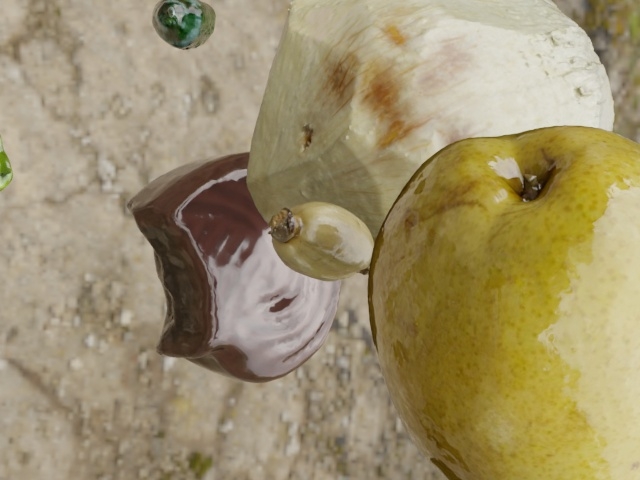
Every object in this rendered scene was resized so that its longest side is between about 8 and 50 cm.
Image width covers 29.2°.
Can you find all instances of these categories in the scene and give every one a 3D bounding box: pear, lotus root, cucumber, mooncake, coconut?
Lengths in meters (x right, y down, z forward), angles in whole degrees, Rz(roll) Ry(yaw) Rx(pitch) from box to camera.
[{"bbox_3d":[0.178,0.060,0.950,0.314,0.314,0.314,-5,96,-64],"label":"pear"},{"bbox_3d":[0.000,0.000,1.112,0.150,0.073,0.062,24,45,-51],"label":"lotus root"},{"bbox_3d":[-0.142,-0.229,1.290,0.250,0.056,0.056,-69,156,-80],"label":"cucumber"},{"bbox_3d":[-0.122,0.028,1.757,0.334,0.174,0.326,22,79,-34],"label":"mooncake"},{"bbox_3d":[0.110,-0.125,1.402,0.415,0.415,0.344,-60,141,-44],"label":"coconut"}]

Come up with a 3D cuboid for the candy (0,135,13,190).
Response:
[{"bbox_3d":[-0.249,-0.117,0.585,0.149,0.246,0.069,3,126,-44],"label":"candy"}]
